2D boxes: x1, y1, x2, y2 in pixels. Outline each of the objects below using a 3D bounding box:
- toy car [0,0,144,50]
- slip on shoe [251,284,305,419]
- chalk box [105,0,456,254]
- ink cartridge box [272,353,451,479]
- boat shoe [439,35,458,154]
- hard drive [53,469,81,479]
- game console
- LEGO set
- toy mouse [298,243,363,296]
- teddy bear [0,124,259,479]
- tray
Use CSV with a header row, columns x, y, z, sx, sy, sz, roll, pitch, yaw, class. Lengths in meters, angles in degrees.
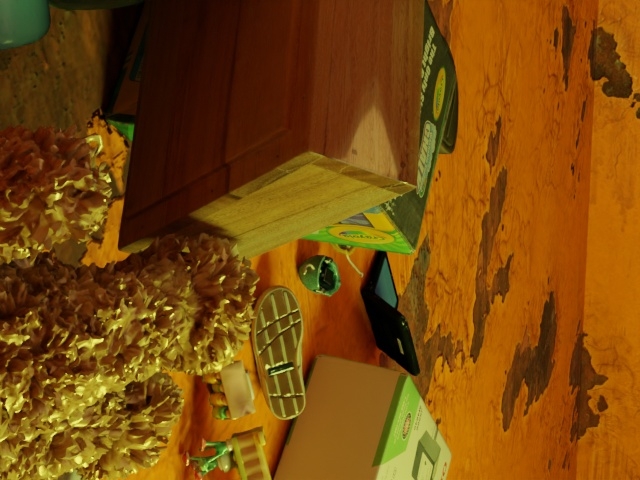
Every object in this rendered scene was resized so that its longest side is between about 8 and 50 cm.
x,y,z,sx,sy,sz,roll,pitch,yaw,class
-0.088,-0.215,0.555,0.210,0.238,0.219,-42,136,-56,toy car
-0.040,0.104,1.046,0.041,0.051,0.135,-132,-149,-67,slip on shoe
-0.006,-0.105,0.871,0.289,0.179,0.180,50,52,-63,chalk box
0.052,0.277,1.224,0.273,0.115,0.198,59,45,-57,ink cartridge box
0.065,-0.172,1.114,0.307,0.104,0.110,41,52,-62,boat shoe
-0.172,0.312,0.623,0.203,0.040,0.307,95,-2,-48,hard drive
0.096,0.086,1.323,0.071,0.107,0.122,-39,140,-17,game console
-0.084,0.249,0.967,0.132,0.107,0.287,-110,-174,-57,LEGO set
0.000,0.000,1.108,0.143,0.031,0.161,-49,141,-53,toy mouse
-0.159,0.063,0.511,0.245,0.113,0.338,-39,151,6,teddy bear
-0.026,-0.203,0.652,0.076,0.203,0.410,17,67,-32,tray
